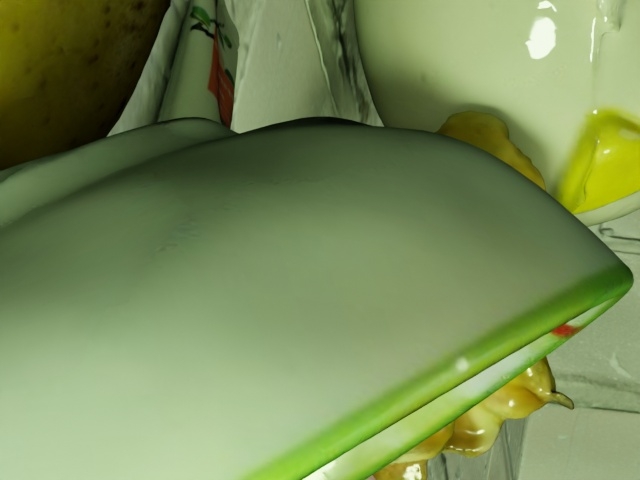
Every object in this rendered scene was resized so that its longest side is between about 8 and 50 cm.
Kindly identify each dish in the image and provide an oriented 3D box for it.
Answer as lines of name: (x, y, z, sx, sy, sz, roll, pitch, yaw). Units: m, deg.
dish: (-0.077, 0.050, 0.514, 0.124, 0.324, 0.324, 57, 10, 8)

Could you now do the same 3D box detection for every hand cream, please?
hand cream: (-0.068, -0.049, 0.916, 0.080, 0.050, 0.234, 74, 19, -50)

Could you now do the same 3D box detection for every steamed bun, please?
steamed bun: (0.175, -0.194, 1.292, 0.334, 0.333, 0.374, -46, 136, -69)

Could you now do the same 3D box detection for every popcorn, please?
popcorn: (0.050, 0.031, 1.123, 0.190, 0.191, 0.254, 53, 32, -45)

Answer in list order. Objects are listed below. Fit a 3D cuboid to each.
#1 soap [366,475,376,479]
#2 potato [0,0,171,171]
soap: (0.005, 0.152, 1.184, 0.056, 0.100, 0.149, 81, 20, -48)
potato: (-0.089, -0.171, 0.550, 0.195, 0.176, 0.369, -3, -112, 66)
